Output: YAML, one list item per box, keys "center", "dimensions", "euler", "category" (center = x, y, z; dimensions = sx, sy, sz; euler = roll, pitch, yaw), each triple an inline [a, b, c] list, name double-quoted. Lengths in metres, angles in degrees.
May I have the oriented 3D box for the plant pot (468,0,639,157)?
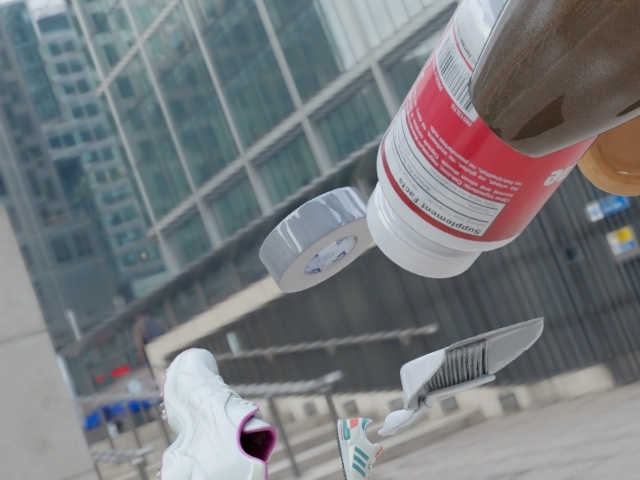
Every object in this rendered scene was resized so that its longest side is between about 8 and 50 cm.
- center: [0.253, -0.190, 1.054]
  dimensions: [0.215, 0.215, 0.230]
  euler: [-13, -26, -49]
  category: "plant pot"

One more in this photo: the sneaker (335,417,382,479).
- center: [0.073, 0.378, 1.921]
  dimensions: [0.075, 0.161, 0.057]
  euler: [-10, -19, -4]
  category: "sneaker"

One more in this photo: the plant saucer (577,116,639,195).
- center: [0.532, -0.174, 1.928]
  dimensions: [0.200, 0.200, 0.037]
  euler: [-21, 6, 4]
  category: "plant saucer"

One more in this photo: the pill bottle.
- center: [0.210, -0.133, 1.438]
  dimensions: [0.229, 0.229, 0.407]
  euler: [-17, -27, -33]
  category: "pill bottle"

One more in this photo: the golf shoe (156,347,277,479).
- center: [-0.116, 0.229, 1.354]
  dimensions: [0.140, 0.115, 0.306]
  euler: [-22, 33, 7]
  category: "golf shoe"

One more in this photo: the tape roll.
- center: [0.000, 0.000, 2.023]
  dimensions: [0.219, 0.072, 0.219]
  euler: [-32, -19, -12]
  category: "tape roll"

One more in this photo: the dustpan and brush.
- center: [0.116, 0.145, 1.118]
  dimensions: [0.147, 0.060, 0.211]
  euler: [-11, -13, -40]
  category: "dustpan and brush"
